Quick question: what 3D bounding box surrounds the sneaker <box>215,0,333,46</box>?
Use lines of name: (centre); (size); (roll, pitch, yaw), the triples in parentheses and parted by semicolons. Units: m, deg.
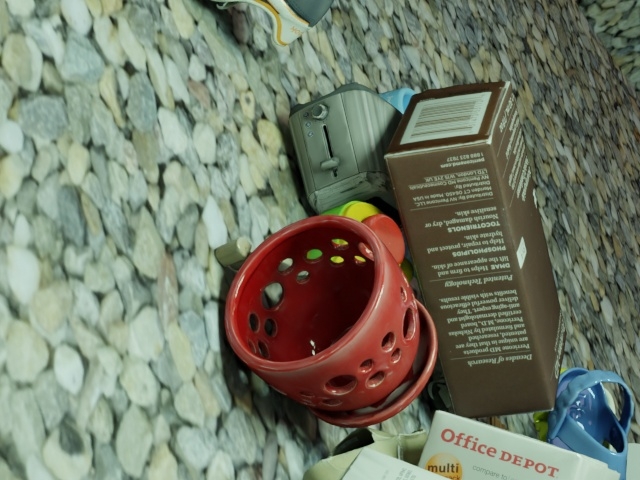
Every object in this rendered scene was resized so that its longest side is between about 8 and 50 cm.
sneaker: (-0.126, -0.368, 1.773); (0.321, 0.127, 0.126); (41, 18, 6)

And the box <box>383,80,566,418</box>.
box: (0.202, 0.014, 1.812); (0.191, 0.143, 0.381); (-65, 144, -57)

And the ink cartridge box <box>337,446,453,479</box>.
ink cartridge box: (0.122, 0.339, 1.340); (0.114, 0.273, 0.197); (-45, 152, -66)

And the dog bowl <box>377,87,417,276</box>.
dog bowl: (0.130, -0.093, 2.066); (0.166, 0.074, 0.297); (37, 36, -46)

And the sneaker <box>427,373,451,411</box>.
sneaker: (0.175, 0.194, 1.921); (0.040, 0.043, 0.109); (63, 26, -7)

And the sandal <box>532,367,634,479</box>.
sandal: (0.335, 0.289, 1.812); (0.126, 0.138, 0.317); (8, 61, -18)

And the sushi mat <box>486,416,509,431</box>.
sushi mat: (0.275, 0.397, 1.959); (0.151, 0.019, 0.316); (46, 31, -38)

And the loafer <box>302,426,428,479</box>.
loafer: (0.062, 0.246, 1.574); (0.092, 0.102, 0.268); (51, 19, 9)

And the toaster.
toaster: (0.056, -0.092, 1.857); (0.227, 0.129, 0.146); (32, 43, -56)

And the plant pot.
plant pot: (0.017, 0.095, 1.535); (0.174, 0.191, 0.191); (52, 26, -47)

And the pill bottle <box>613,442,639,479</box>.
pill bottle: (0.542, 0.448, 2.245); (0.334, 0.188, 0.188); (42, 33, -40)

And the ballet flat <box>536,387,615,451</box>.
ballet flat: (0.347, 0.317, 1.976); (0.139, 0.139, 0.400); (58, 23, -15)

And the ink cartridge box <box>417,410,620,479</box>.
ink cartridge box: (0.187, 0.319, 1.528); (0.168, 0.171, 0.233); (31, 76, -62)

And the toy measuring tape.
toy measuring tape: (0.000, 0.000, 1.686); (0.330, 0.121, 0.121); (15, 53, -48)
